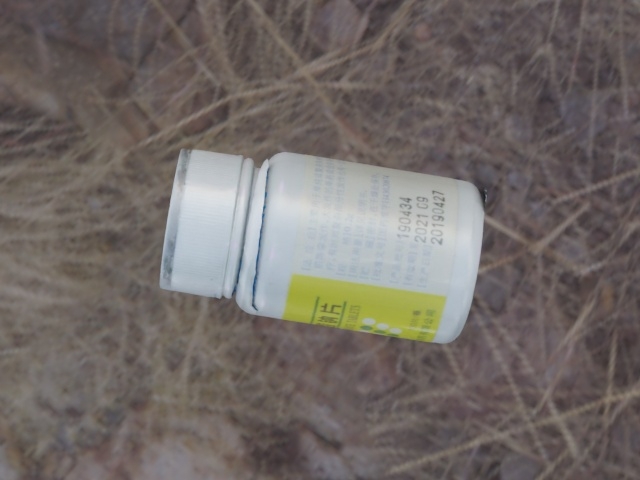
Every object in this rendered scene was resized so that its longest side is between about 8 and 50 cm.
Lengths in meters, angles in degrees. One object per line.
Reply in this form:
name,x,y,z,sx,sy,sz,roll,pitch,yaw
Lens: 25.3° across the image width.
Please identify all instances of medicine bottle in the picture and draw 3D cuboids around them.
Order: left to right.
medicine bottle,0.000,0.000,1.208,0.258,0.143,0.143,10,127,-3
